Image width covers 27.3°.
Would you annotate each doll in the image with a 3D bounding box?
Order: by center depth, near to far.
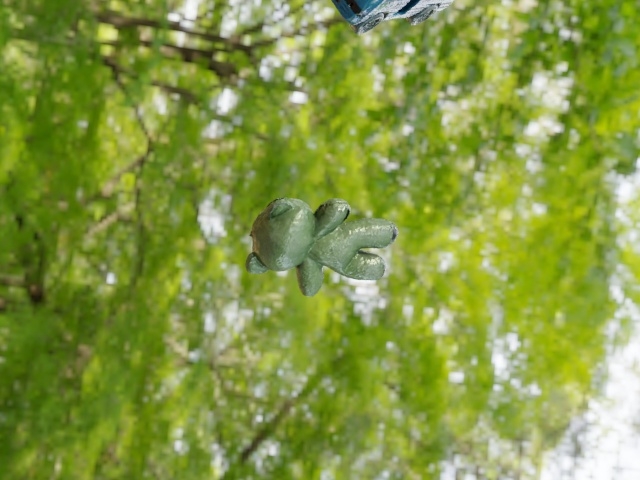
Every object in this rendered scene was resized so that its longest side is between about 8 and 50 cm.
[{"bbox_3d":[0.000,0.000,1.324,0.077,0.150,0.115,-106,-146,-54],"label":"doll"}]

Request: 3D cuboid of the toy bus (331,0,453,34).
[{"bbox_3d":[0.096,-0.333,1.565,0.134,0.246,0.113,-36,-98,33],"label":"toy bus"}]
